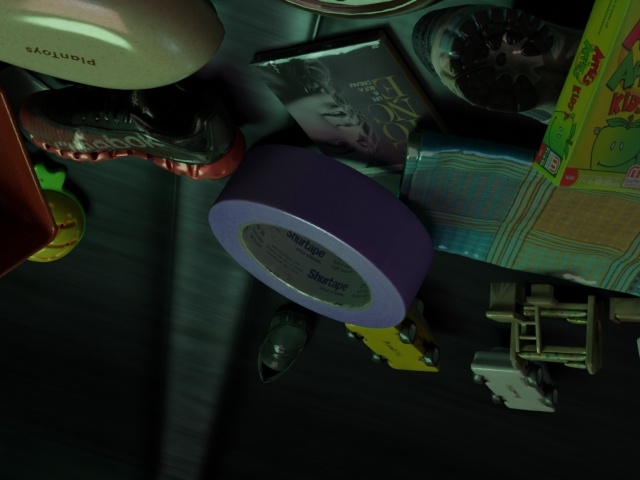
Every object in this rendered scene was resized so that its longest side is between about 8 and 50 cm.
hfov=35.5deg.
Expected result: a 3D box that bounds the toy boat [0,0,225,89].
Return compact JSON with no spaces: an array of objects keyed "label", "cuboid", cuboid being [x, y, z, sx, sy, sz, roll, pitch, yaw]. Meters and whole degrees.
[{"label":"toy boat","cuboid":[-0.209,-0.262,0.912,0.268,0.148,0.318,13,158,-8]}]

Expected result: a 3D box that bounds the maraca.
[{"label":"maraca","cuboid":[-0.408,-0.041,1.444,0.127,0.099,0.185,-15,138,-12]}]

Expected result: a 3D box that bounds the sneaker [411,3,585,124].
[{"label":"sneaker","cuboid":[0.210,-0.161,0.927,0.283,0.110,0.122,15,-166,-30]}]

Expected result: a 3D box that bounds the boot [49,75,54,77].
[{"label":"boot","cuboid":[-0.295,-0.233,1.098,0.099,0.045,0.121,-17,140,37]}]

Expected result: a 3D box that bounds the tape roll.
[{"label":"tape roll","cuboid":[0.000,0.000,1.250,0.275,0.090,0.275,26,158,11]}]

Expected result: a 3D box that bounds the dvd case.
[{"label":"dvd case","cuboid":[0.046,-0.141,1.109,0.165,0.018,0.221,-4,147,33]}]

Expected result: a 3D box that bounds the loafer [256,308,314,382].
[{"label":"loafer","cuboid":[-0.062,0.180,1.680,0.076,0.078,0.223,19,152,-6]}]

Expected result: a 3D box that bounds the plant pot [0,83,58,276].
[{"label":"plant pot","cuboid":[-0.532,-0.076,1.236,0.236,0.267,0.267,33,148,30]}]

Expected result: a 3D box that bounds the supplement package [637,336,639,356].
[{"label":"supplement package","cuboid":[0.505,0.143,1.183,0.134,0.139,0.244,4,156,-14]}]

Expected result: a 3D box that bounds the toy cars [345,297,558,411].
[{"label":"toy cars","cuboid":[0.209,0.162,1.509,0.394,0.087,0.176,21,157,-15]}]

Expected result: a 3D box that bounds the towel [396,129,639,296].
[{"label":"towel","cuboid":[0.268,-0.020,1.166,0.370,0.040,0.271,12,156,4]}]

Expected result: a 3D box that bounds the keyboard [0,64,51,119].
[{"label":"keyboard","cuboid":[-0.440,-0.176,1.310,0.256,0.014,0.072,-12,136,41]}]

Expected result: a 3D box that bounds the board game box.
[{"label":"board game box","cuboid":[0.259,-0.132,0.852,0.092,0.043,0.181,3,119,-25]}]

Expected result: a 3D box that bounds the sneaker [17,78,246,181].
[{"label":"sneaker","cuboid":[-0.225,-0.148,1.155,0.276,0.097,0.135,10,152,8]}]

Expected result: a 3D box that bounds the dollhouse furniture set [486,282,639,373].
[{"label":"dollhouse furniture set","cuboid":[0.325,0.116,1.286,0.182,0.101,0.161,-1,168,29]}]

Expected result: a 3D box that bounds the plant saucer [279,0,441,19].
[{"label":"plant saucer","cuboid":[0.008,-0.287,0.837,0.311,0.050,0.310,12,152,6]}]
